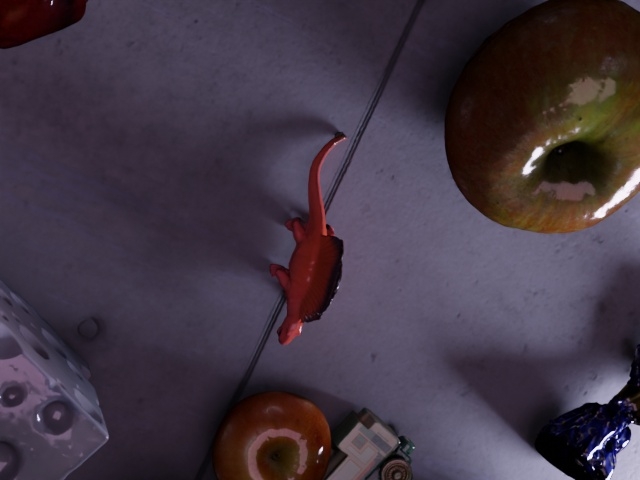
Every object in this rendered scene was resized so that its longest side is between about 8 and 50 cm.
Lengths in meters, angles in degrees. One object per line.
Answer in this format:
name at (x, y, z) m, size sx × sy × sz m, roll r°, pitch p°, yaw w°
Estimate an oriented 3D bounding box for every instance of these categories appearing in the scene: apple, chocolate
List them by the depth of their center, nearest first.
apple at (0.304, -0.167, 1.357) m, size 0.309 × 0.250 × 0.277 m, roll -25°, pitch 125°, yaw 11°
apple at (-0.065, 0.276, 1.387) m, size 0.163 × 0.139 × 0.163 m, roll 0°, pitch 91°, yaw -11°
chocolate at (0.475, 0.227, 1.565) m, size 0.343 × 0.126 × 0.148 m, roll -41°, pitch 73°, yaw -13°

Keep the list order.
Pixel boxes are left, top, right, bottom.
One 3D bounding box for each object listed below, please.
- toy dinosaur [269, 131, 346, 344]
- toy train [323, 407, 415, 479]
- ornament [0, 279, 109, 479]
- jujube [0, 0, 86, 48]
toy dinosaur at (0.001, 0.005, 1.341) m, size 0.070 × 0.139 × 0.286 m, roll 15°, pitch 97°, yaw -21°
toy train at (0.040, 0.331, 1.464) m, size 0.125 × 0.081 × 0.194 m, roll 43°, pitch 90°, yaw -11°
ornament at (-0.418, 0.181, 1.194) m, size 0.239 × 0.240 × 0.239 m, roll -41°, pitch 112°, yaw -5°
jujube at (-0.408, -0.345, 1.089) m, size 0.377 × 0.258 × 0.258 m, roll 15°, pitch 97°, yaw -25°
